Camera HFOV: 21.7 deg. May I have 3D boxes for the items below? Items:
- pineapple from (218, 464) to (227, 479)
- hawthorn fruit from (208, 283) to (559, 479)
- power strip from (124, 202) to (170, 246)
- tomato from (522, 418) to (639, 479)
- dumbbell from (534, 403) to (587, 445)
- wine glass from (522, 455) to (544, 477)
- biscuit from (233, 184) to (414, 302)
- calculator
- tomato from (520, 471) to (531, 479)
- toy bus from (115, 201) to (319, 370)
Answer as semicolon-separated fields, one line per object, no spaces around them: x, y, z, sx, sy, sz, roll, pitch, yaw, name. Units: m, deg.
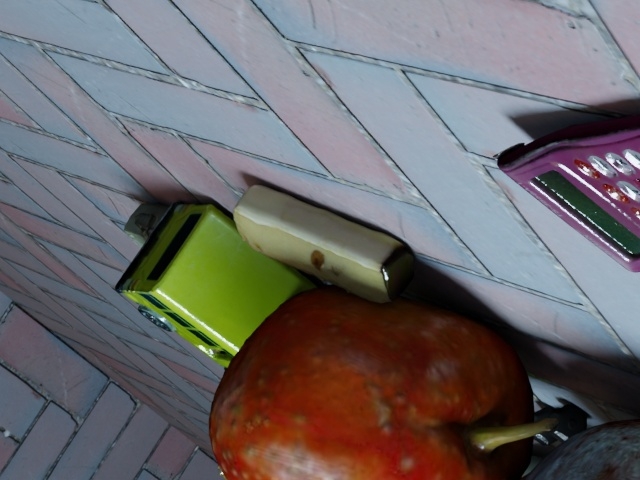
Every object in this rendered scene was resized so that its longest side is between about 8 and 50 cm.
-0.046;0.317;2.221;0.344;0.286;0.209;35;166;-7;pineapple
0.074;0.169;1.527;0.330;0.287;0.287;-4;145;39;hawthorn fruit
-0.120;0.046;1.946;0.080;0.048;0.286;21;162;45;power strip
0.275;0.304;1.415;0.282;0.317;0.317;42;167;8;tomato
0.236;0.184;1.668;0.040;0.036;0.083;36;166;-6;dumbbell
0.216;0.290;1.943;0.103;0.103;0.231;37;161;-19;wine glass
0.000;0.000;1.524;0.188;0.052;0.056;21;150;34;biscuit
0.202;-0.030;1.025;0.126;0.034;0.190;38;159;-19;calculator
0.302;0.304;1.674;0.309;0.170;0.309;6;-169;-1;tomato
-0.072;0.081;1.796;0.262;0.128;0.150;38;165;-19;toy bus
